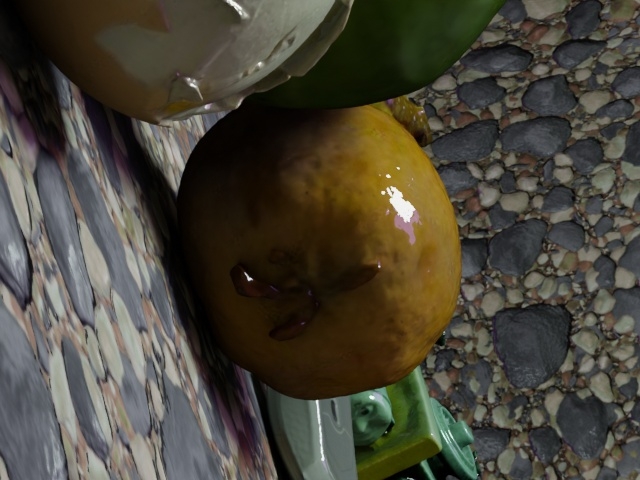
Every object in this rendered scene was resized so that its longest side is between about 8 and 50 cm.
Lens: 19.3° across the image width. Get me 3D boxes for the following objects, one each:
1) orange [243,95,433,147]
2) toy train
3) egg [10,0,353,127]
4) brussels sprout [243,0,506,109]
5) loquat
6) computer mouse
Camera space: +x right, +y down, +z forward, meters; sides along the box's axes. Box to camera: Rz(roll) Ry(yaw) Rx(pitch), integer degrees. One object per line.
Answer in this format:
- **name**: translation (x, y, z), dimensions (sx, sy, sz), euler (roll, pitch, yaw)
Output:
- **orange**: translation (-0.017, -0.255, 2.252), dimensions (0.271, 0.210, 0.368), euler (20, 53, -83)
- **toy train**: translation (0.027, 0.098, 1.684), dimensions (0.237, 0.150, 0.369), euler (58, 11, -36)
- **egg**: translation (-0.084, -0.185, 1.003), dimensions (0.244, 0.201, 0.201), euler (56, -2, 21)
- **brussels sprout**: translation (-0.040, -0.249, 1.215), dimensions (0.371, 0.315, 0.276), euler (34, 30, -8)
- **loquat**: translation (0.000, 0.000, 1.322), dimensions (0.238, 0.193, 0.238), euler (-12, 90, -86)
- **computer mouse**: translation (-0.009, 0.147, 1.475), dimensions (0.089, 0.056, 0.181), euler (40, 36, -51)
